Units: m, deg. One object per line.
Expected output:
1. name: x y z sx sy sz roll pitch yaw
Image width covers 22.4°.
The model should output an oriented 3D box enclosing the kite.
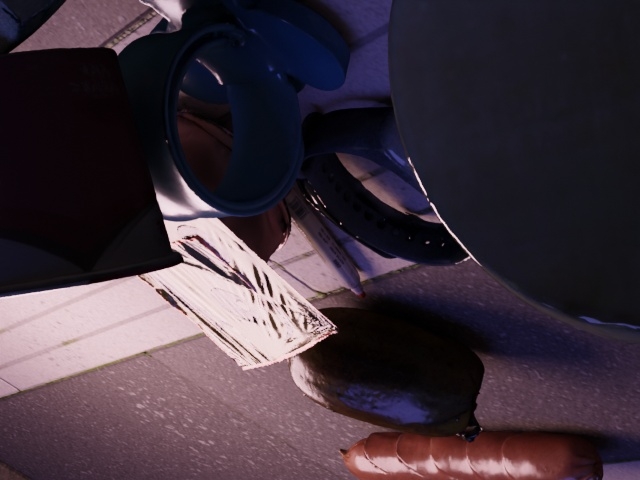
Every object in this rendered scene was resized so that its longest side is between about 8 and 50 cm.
1. kite: -0.109 0.032 1.564 0.327 0.013 0.377 20 150 34

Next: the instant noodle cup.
1. instant noodle cup: -0.236 -0.049 1.262 0.235 0.178 0.235 -9 -177 0

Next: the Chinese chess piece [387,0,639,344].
1. Chinese chess piece: 0.212 -0.112 0.959 0.349 0.349 0.146 12 -168 27

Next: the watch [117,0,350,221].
1. watch: -0.101 -0.118 1.382 0.211 0.193 0.211 18 155 9

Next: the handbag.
1. handbag: -0.121 -0.023 1.643 0.179 0.116 0.205 18 150 36

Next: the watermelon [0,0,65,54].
1. watermelon: -0.288 -0.259 1.257 0.201 0.213 0.262 40 152 -28

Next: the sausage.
1. sausage: 0.183 0.278 2.024 0.433 0.088 0.088 -5 142 47

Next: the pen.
1. pen: 0.000 0.000 1.720 0.026 0.026 0.218 6 150 35

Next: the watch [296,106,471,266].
1. watch: 0.068 -0.050 1.512 0.206 0.068 0.193 32 154 -19

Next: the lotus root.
1. lotus root: 0.072 0.146 1.818 0.241 0.124 0.123 15 172 18
